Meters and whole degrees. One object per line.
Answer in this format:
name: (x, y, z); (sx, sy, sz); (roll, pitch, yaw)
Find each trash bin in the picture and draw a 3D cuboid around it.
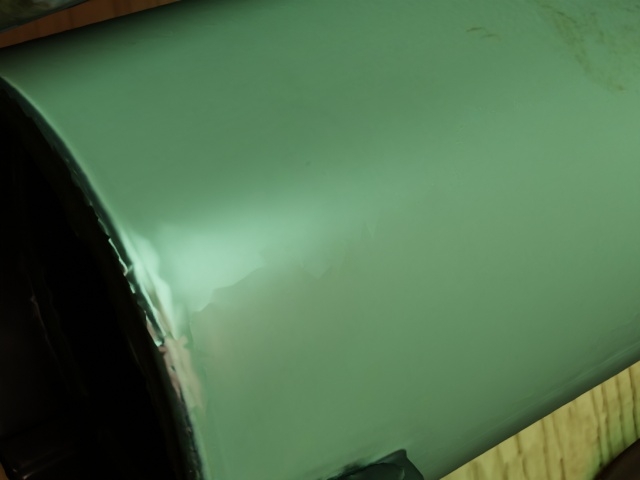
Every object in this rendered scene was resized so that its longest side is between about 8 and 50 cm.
trash bin: (0.000, 0.000, 0.479); (0.263, 0.277, 0.217); (-22, 144, -32)

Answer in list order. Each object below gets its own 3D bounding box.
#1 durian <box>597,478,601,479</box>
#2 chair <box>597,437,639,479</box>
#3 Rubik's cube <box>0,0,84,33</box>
durian: (0.116, 0.259, 0.446); (0.385, 0.347, 0.347); (7, 84, -16)
chair: (0.344, 0.291, 0.733); (0.401, 0.227, 0.226); (43, 64, -27)
Rubik's cube: (-0.094, -0.205, 0.408); (0.237, 0.237, 0.238); (-32, 108, -34)
